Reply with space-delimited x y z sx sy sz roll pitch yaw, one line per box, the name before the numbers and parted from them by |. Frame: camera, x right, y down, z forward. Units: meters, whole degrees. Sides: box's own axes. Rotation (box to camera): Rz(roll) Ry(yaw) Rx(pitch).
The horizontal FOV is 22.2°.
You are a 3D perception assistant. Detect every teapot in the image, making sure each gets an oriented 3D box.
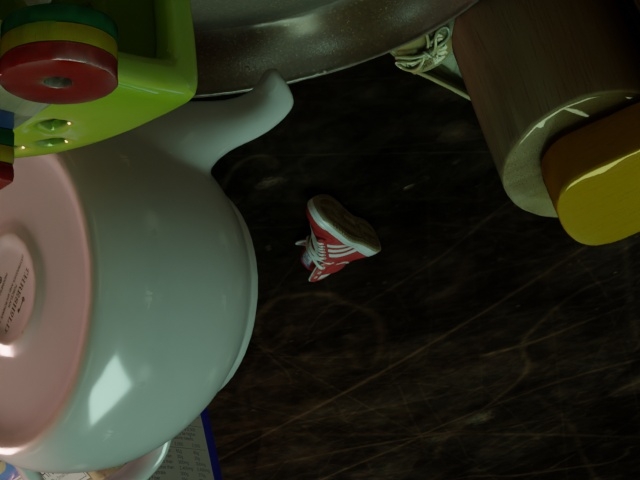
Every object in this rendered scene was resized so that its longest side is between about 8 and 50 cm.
teapot | -0.130 0.038 1.086 0.187 0.253 0.256 3 161 -42

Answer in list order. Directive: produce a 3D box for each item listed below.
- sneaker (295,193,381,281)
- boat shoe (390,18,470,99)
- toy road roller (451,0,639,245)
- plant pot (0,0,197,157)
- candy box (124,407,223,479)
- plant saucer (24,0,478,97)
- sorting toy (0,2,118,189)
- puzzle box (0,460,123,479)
sneaker | 0.000 0.000 1.387 0.067 0.042 0.118 -26 154 17
boat shoe | 0.091 -0.131 1.157 0.056 0.048 0.153 -28 151 27
toy road roller | 0.223 -0.175 0.978 0.329 0.202 0.240 -26 141 12
plant pot | -0.216 -0.148 0.773 0.227 0.228 0.207 12 152 -43
candy box | -0.217 0.203 1.369 0.268 0.317 0.122 -33 149 33
plant saucer | -0.041 -0.162 0.972 0.310 0.050 0.310 -12 167 -3
sorting toy | -0.205 -0.038 0.689 0.132 0.046 0.274 11 158 -36
puzzle box | -0.368 0.150 1.287 0.409 0.272 0.052 -32 -168 33
